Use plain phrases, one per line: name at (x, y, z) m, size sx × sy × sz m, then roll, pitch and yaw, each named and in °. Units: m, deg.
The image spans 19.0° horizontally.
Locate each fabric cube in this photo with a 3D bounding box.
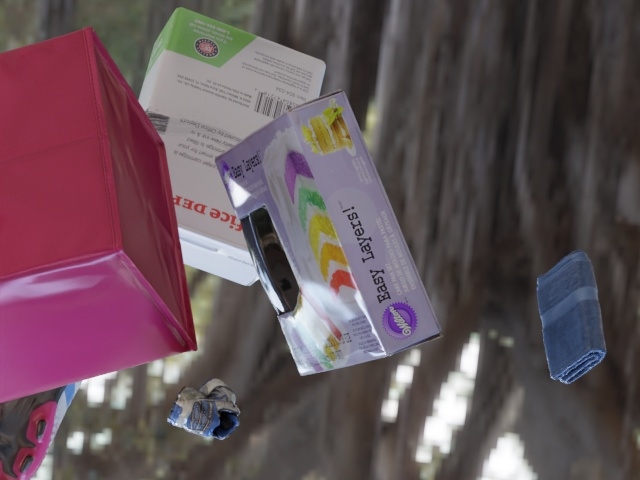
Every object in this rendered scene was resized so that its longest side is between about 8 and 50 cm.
fabric cube at (-0.290, -0.013, 1.873) m, size 0.258 × 0.259 × 0.254 m, roll -14°, pitch 152°, yaw 6°

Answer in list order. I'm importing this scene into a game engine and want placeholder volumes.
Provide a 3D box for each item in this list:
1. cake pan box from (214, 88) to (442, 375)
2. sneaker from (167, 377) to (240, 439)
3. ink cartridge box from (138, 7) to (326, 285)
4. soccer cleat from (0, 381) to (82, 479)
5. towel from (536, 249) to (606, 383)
cake pan box at (0.000, 0.000, 1.837) m, size 0.070 × 0.246 × 0.267 m, roll -20°, pitch 180°, yaw -20°
sneaker at (-0.106, 0.176, 1.914) m, size 0.058 × 0.052 × 0.135 m, roll 29°, pitch -170°, yaw 13°
ink cartridge box at (-0.126, -0.110, 2.283) m, size 0.198 × 0.273 × 0.115 m, roll 20°, pitch 155°, yaw -14°
soccer cleat at (-0.332, 0.174, 2.189) m, size 0.116 × 0.331 × 0.143 m, roll 35°, pitch -168°, yaw -4°
towel at (0.236, 0.071, 1.790) m, size 0.029 × 0.067 × 0.119 m, roll 23°, pitch -135°, yaw -29°
